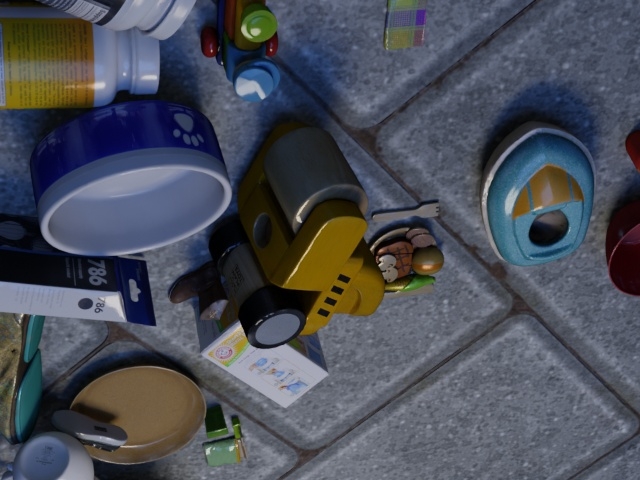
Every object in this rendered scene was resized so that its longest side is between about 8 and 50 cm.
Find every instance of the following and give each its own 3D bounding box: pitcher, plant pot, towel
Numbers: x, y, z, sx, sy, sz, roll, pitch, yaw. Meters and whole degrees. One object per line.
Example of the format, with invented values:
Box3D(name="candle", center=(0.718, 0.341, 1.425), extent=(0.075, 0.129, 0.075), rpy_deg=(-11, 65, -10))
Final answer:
Box3D(name="pitcher", center=(-0.456, 0.389, 1.957), extent=(0.177, 0.125, 0.207), rpy_deg=(6, 153, 5))
Box3D(name="plant pot", center=(-0.315, 0.292, 2.037), extent=(0.236, 0.032, 0.236), rpy_deg=(-8, 129, -10))
Box3D(name="towel", center=(0.121, -0.309, 1.694), extent=(0.060, 0.009, 0.083), rpy_deg=(-7, 129, -10))

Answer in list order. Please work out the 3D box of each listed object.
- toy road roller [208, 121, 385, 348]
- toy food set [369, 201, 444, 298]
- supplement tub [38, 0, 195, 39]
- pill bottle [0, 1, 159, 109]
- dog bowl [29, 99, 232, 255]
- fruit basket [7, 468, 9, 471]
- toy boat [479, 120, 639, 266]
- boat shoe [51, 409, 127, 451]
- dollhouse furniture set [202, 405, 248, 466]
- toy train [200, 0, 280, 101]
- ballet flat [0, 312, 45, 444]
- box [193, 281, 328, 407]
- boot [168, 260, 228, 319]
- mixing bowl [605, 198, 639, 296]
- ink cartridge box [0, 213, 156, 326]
Box3D(name="toy road roller", center=(0.000, 0.000, 1.793), extent=(0.240, 0.202, 0.329), rpy_deg=(3, 133, -34))
Box3D(name="toy food set", center=(0.140, 0.031, 1.953), extent=(0.132, 0.038, 0.192), rpy_deg=(-9, 130, -9))
Box3D(name="supplement tub", center=(-0.283, -0.365, 1.413), extent=(0.272, 0.191, 0.191), rpy_deg=(18, 121, -28))
Box3D(name="pill bottle", center=(-0.336, -0.238, 1.535), extent=(0.245, 0.136, 0.136), rpy_deg=(-2, 128, -14))
Box3D(name="dog bowl", center=(-0.261, -0.081, 1.635), extent=(0.265, 0.104, 0.265), rpy_deg=(-14, 159, -6))
Box3D(name="fruit basket", center=(-0.396, 0.563, 2.153), extent=(0.353, 0.165, 0.327), rpy_deg=(17, 126, 12))
Box3D(name="toy boat", center=(0.409, -0.081, 1.870), extent=(0.318, 0.148, 0.267), rpy_deg=(-18, 130, -1))
Box3D(name="boat shoe", center=(-0.390, 0.323, 1.988), extent=(0.142, 0.049, 0.040), rpy_deg=(24, 118, -33))
Box3D(name="dollhouse furniture set", center=(-0.172, 0.366, 2.119), extent=(0.076, 0.058, 0.152), rpy_deg=(-12, 130, -6))
Box3D(name="toy train", center=(-0.091, -0.314, 1.541), extent=(0.105, 0.143, 0.248), rpy_deg=(-4, 129, -14))
Box3D(name="ballet flat", center=(-0.489, 0.176, 1.848), extent=(0.123, 0.123, 0.348), rpy_deg=(1, 132, -17))
Box3D(name="box", center=(-0.097, 0.165, 1.942), extent=(0.103, 0.114, 0.203), rpy_deg=(-39, 127, 18))
Box3D(name="boot", center=(-0.191, 0.095, 1.859), extent=(0.106, 0.114, 0.037), rpy_deg=(-40, 127, 16))
Box3D(name="mixing bowl", center=(0.553, -0.005, 2.005), extent=(0.181, 0.098, 0.181), rpy_deg=(-8, 130, -10))
Box3D(name="ink cartridge box", center=(-0.399, 0.037, 1.721), extent=(0.332, 0.165, 0.065), rpy_deg=(7, 124, -22))
